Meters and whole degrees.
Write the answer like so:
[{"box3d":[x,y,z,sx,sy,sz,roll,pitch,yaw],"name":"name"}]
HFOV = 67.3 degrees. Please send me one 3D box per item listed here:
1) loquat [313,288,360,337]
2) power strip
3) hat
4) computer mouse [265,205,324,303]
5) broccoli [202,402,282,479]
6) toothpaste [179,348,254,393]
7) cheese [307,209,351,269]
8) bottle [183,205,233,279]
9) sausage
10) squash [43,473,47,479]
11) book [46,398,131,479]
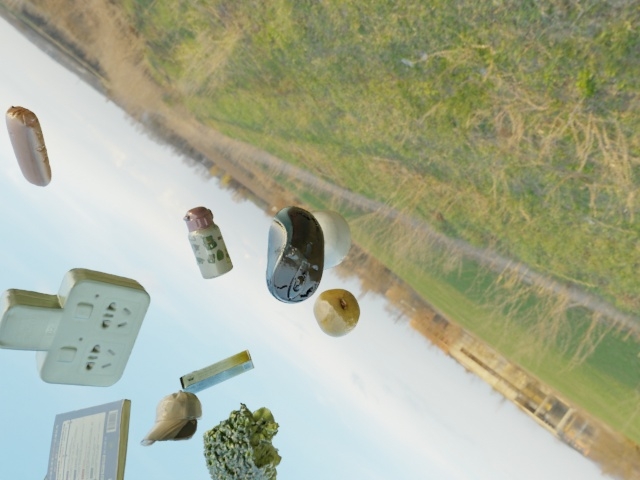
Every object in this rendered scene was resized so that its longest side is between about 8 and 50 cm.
[{"box3d":[0.069,0.305,2.051,0.208,0.208,0.208,37,178,1],"name":"loquat"},{"box3d":[-0.523,0.168,0.998,0.261,0.229,0.141,19,-177,-39],"name":"power strip"},{"box3d":[-0.583,0.693,1.862,0.161,0.232,0.275,62,-150,-6],"name":"hat"},{"box3d":[-0.052,0.030,1.122,0.137,0.233,0.096,10,167,-28],"name":"computer mouse"},{"box3d":[-0.196,0.589,1.361,0.248,0.288,0.245,52,-136,6],"name":"broccoli"},{"box3d":[-0.444,0.574,2.077,0.089,0.313,0.071,83,161,-47],"name":"toothpaste"},{"box3d":[0.000,0.000,1.460,0.189,0.198,0.154,-14,160,28],"name":"cheese"},{"box3d":[-0.402,0.003,1.707,0.120,0.120,0.253,-148,41,-74],"name":"bottle"},{"box3d":[-0.839,-0.266,1.388,0.086,0.086,0.289,37,144,8],"name":"sausage"},{"box3d":[-0.974,0.949,1.892,0.041,0.219,0.219,16,165,41],"name":"squash"},{"box3d":[-0.775,0.703,1.584,0.039,0.428,0.300,26,-128,-48],"name":"book"}]
